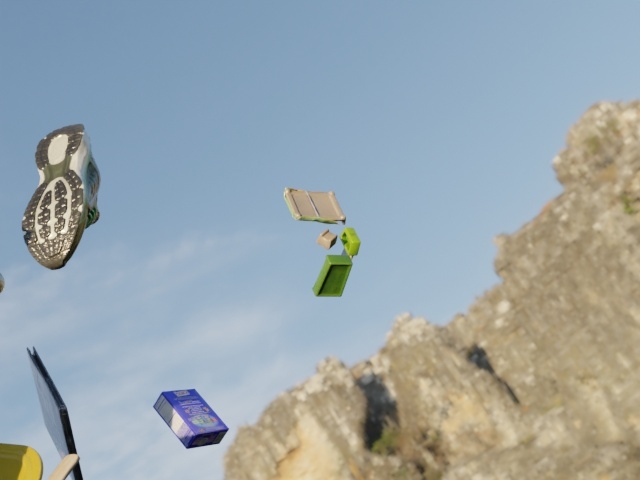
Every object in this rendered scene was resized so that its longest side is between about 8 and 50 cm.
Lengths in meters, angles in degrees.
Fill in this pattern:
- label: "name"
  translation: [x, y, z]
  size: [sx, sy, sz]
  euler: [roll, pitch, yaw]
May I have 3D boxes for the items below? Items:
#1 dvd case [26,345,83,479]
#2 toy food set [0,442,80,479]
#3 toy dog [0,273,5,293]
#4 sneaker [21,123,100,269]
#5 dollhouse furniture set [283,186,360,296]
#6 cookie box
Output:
- label: "dvd case"
  translation: [-0.446, 0.295, 1.689]
  size: [0.018, 0.221, 0.165]
  euler: [-17, -62, -22]
- label: "toy food set"
  translation: [-0.383, 0.320, 1.227]
  size: [0.071, 0.217, 0.128]
  euler: [61, -138, -35]
- label: "toy dog"
  translation: [-0.659, 0.129, 1.376]
  size: [0.395, 0.285, 0.408]
  euler: [-2, 0, -3]
- label: "sneaker"
  translation: [-0.548, -0.079, 2.277]
  size: [0.158, 0.410, 0.182]
  euler: [-18, -44, 16]
- label: "dollhouse furniture set"
  translation: [0.000, 0.000, 1.305]
  size: [0.076, 0.152, 0.059]
  euler: [1, -49, -25]
- label: "cookie box"
  translation: [-0.228, 0.313, 1.777]
  size: [0.091, 0.107, 0.040]
  euler: [7, -57, -56]
